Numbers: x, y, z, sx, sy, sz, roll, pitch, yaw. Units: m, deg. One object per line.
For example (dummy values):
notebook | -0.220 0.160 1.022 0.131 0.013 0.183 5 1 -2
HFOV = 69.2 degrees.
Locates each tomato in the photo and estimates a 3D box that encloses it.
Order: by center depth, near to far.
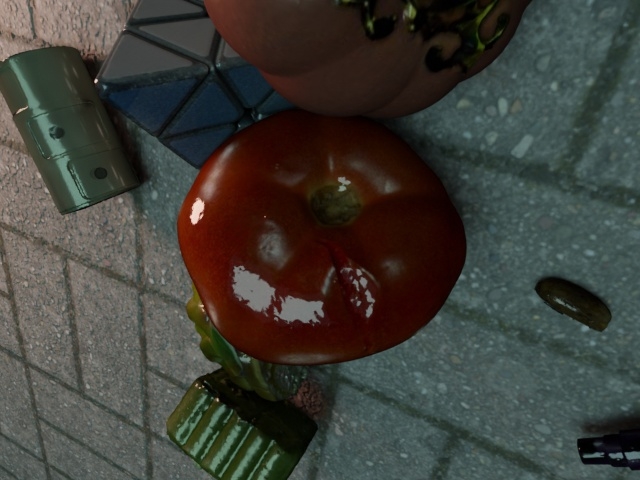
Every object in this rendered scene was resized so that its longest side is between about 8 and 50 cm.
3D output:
tomato | 0.000 0.000 0.514 0.298 0.299 0.226 31 156 11

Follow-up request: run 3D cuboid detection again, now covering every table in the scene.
table | -0.380 -0.162 0.706 0.126 0.126 0.220 -13 105 31

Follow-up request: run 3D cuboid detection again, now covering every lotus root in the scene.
lotus root | 0.287 0.069 0.523 0.083 0.037 0.030 28 118 13

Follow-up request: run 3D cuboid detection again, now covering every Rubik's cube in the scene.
Rubik's cube | -0.112 -0.197 0.545 0.233 0.228 0.228 22 83 57

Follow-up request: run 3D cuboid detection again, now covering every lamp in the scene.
lamp | 0.038 -0.253 0.366 0.239 0.305 0.306 46 132 42

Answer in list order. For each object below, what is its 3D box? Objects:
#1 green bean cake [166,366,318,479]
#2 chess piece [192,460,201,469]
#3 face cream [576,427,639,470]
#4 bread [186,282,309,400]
green bean cake | -0.117 0.289 0.722 0.200 0.214 0.113 30 85 12
chess piece | -0.180 0.461 0.930 0.149 0.059 0.059 28 122 9
face cream | 0.426 0.218 0.495 0.273 0.078 0.078 -21 101 33
bread | -0.115 0.131 0.688 0.156 0.158 0.261 -35 91 37
